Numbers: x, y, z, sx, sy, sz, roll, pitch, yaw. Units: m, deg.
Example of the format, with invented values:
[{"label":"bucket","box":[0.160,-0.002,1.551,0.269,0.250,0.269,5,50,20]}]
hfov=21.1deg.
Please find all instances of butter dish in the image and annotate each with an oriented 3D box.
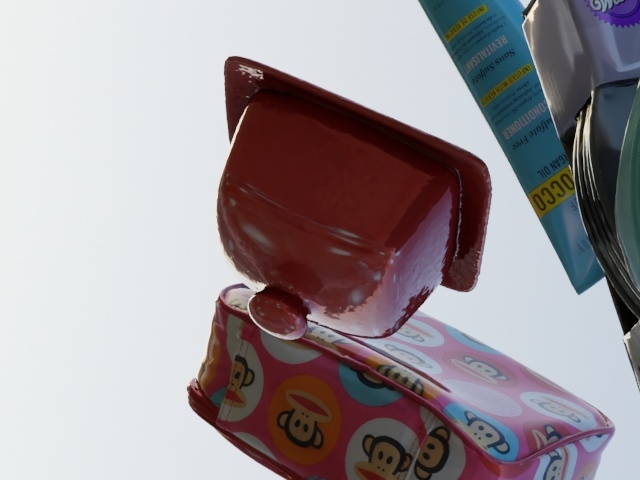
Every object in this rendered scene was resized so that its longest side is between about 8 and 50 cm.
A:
[{"label":"butter dish","box":[0.000,0.000,0.930,0.160,0.118,0.160,24,-24,13]}]

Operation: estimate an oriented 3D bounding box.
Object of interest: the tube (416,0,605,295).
[{"label":"tube","box":[0.132,-0.075,1.033,0.080,0.052,0.207,-39,-104,35]}]

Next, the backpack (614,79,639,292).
[{"label":"backpack","box":[0.230,-0.020,0.651,0.191,0.225,0.253,-13,-124,47]}]

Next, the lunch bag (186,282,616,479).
[{"label":"lunch bag","box":[0.071,0.125,1.320,0.293,0.258,0.120,28,-72,30]}]

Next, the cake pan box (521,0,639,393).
[{"label":"cake pan box","box":[0.247,-0.032,0.833,0.070,0.267,0.245,115,-36,-64]}]
